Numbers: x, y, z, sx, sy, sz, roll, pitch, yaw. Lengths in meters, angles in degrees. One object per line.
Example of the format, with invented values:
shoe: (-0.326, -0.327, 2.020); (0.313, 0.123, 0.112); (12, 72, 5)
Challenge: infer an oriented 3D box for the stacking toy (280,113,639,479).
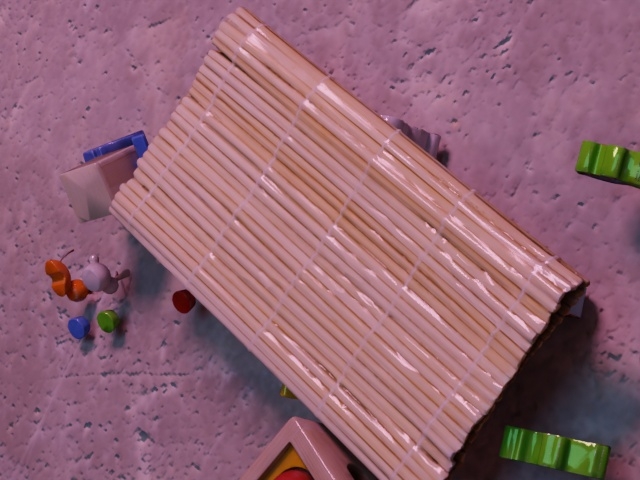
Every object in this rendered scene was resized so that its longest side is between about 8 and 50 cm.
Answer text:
stacking toy: (0.082, 0.025, 0.962); (0.221, 0.052, 0.167); (10, 84, 42)

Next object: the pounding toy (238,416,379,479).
pounding toy: (0.003, 0.174, 0.943); (0.130, 0.100, 0.141); (-51, 48, 18)

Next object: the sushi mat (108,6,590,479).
sushi mat: (0.000, 0.000, 0.992); (0.316, 0.019, 0.151); (42, 106, 40)

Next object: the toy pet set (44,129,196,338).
toy pet set: (-0.122, -0.007, 1.167); (0.122, 0.065, 0.114); (-13, 102, 43)
